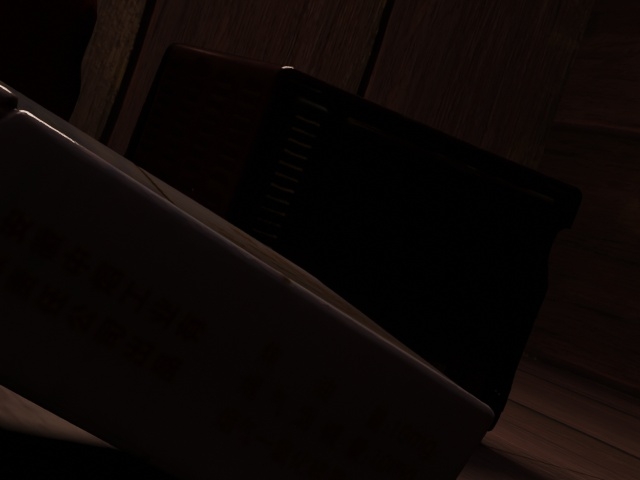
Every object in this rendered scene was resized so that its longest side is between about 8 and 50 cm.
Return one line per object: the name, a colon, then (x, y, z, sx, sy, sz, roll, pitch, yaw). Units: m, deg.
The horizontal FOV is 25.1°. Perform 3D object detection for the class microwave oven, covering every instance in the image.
microwave oven: (0.001, -0.001, 0.906, 0.247, 0.178, 0.188, 19, 0, -32)

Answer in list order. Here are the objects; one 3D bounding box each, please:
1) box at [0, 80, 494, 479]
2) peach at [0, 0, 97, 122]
box: (-0.079, -0.001, 0.413, 0.233, 0.067, 0.149, 33, -2, -28)
peach: (-0.213, -0.109, 0.621, 0.274, 0.249, 0.245, -10, 16, 45)
